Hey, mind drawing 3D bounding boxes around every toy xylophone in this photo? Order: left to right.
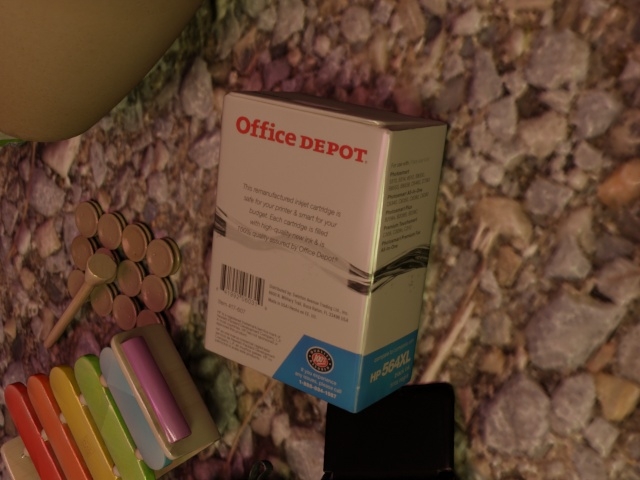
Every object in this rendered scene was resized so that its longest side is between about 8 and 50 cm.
[{"bbox_3d":[-0.219,0.164,0.824,0.236,0.081,0.322,54,132,17],"label":"toy xylophone"}]

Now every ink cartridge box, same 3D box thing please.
[{"bbox_3d":[0.000,0.000,0.629,0.148,0.086,0.203,18,109,34],"label":"ink cartridge box"}]

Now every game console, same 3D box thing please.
[{"bbox_3d":[0.065,0.176,0.662,0.122,0.071,0.107,-14,120,40],"label":"game console"}]

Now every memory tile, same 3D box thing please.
[{"bbox_3d":[-0.195,0.030,0.837,0.148,0.012,0.113,24,113,33],"label":"memory tile"}]

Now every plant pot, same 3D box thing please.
[{"bbox_3d":[-0.208,-0.209,0.673,0.256,0.257,0.274,55,142,16],"label":"plant pot"}]

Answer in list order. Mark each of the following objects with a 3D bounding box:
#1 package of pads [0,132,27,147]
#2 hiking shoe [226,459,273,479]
[{"bbox_3d":[-0.416,-0.228,0.820,0.101,0.229,0.296,-27,82,39],"label":"package of pads"},{"bbox_3d":[-0.050,0.348,0.721,0.132,0.113,0.304,-26,83,39],"label":"hiking shoe"}]
